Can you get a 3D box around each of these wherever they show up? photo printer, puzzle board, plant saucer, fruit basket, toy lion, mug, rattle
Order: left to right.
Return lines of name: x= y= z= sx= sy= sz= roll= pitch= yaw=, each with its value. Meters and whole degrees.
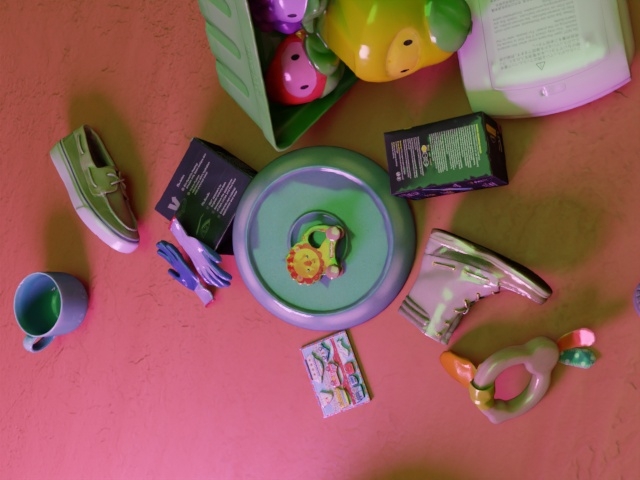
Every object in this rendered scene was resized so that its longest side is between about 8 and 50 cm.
mug: x=-0.546 y=0.135 z=1.547 sx=0.158 sy=0.097 sz=0.129 roll=-36 pitch=74 yaw=20
toy lion: x=-0.010 y=0.023 z=1.246 sx=0.096 sy=0.034 sz=0.100 roll=3 pitch=96 yaw=18
plant saucer: x=0.000 y=0.000 z=1.277 sx=0.317 sy=0.044 sz=0.317 roll=1 pitch=96 yaw=10
fruit basket: x=0.018 y=-0.319 z=1.141 sx=0.392 sy=0.392 sz=0.283 roll=33 pitch=65 yaw=23
puzzle board: x=0.023 y=0.232 z=1.320 sx=0.096 sy=0.011 sz=0.128 roll=-25 pitch=77 yaw=22
rattle: x=0.306 y=0.178 z=1.179 sx=0.200 sy=0.143 sz=0.130 roll=-42 pitch=103 yaw=2
photo printer: x=0.327 y=-0.343 z=1.153 sx=0.256 sy=0.107 sz=0.307 roll=-11 pitch=83 yaw=25

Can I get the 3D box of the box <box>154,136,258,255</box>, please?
box: x=-0.191 y=-0.079 z=1.392 sx=0.158 sy=0.093 sz=0.156 roll=36 pitch=101 yaw=22

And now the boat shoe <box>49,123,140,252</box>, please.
boat shoe: x=-0.436 y=-0.108 z=1.505 sx=0.094 sy=0.109 sz=0.302 roll=-44 pitch=68 yaw=15

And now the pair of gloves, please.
pair of gloves: x=-0.233 y=0.042 z=1.390 sx=0.159 sy=0.023 sz=0.198 roll=49 pitch=148 yaw=4

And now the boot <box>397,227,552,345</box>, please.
boot: x=0.236 y=0.093 z=1.191 sx=0.213 sy=0.077 sz=0.165 roll=28 pitch=99 yaw=29

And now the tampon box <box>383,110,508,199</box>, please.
tampon box: x=0.198 y=-0.128 z=1.195 sx=0.161 sy=0.120 sz=0.101 roll=-9 pitch=84 yaw=24

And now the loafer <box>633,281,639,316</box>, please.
loafer: x=0.553 y=0.068 z=1.022 sx=0.251 sy=0.087 sz=0.094 roll=-18 pitch=46 yaw=32
